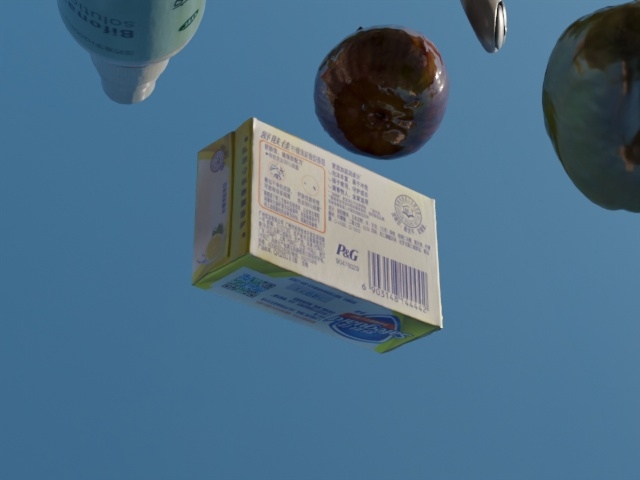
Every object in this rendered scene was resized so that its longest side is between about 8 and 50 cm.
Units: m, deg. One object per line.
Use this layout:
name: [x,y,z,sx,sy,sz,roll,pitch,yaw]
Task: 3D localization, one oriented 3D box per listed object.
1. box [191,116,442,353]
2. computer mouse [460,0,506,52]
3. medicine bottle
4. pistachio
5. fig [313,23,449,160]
box: [0.000,0.000,1.493,0.265,0.097,0.168,21,-126,-35]
computer mouse: [0.192,-0.264,1.641,0.039,0.096,0.066,-22,-169,23]
medicine bottle: [-0.136,-0.188,1.036,0.110,0.352,0.110,2,-109,-7]
pistachio: [0.225,-0.106,1.099,0.110,0.189,0.100,-2,-138,16]
fig: [0.072,-0.164,1.603,0.148,0.202,0.149,17,-87,11]
